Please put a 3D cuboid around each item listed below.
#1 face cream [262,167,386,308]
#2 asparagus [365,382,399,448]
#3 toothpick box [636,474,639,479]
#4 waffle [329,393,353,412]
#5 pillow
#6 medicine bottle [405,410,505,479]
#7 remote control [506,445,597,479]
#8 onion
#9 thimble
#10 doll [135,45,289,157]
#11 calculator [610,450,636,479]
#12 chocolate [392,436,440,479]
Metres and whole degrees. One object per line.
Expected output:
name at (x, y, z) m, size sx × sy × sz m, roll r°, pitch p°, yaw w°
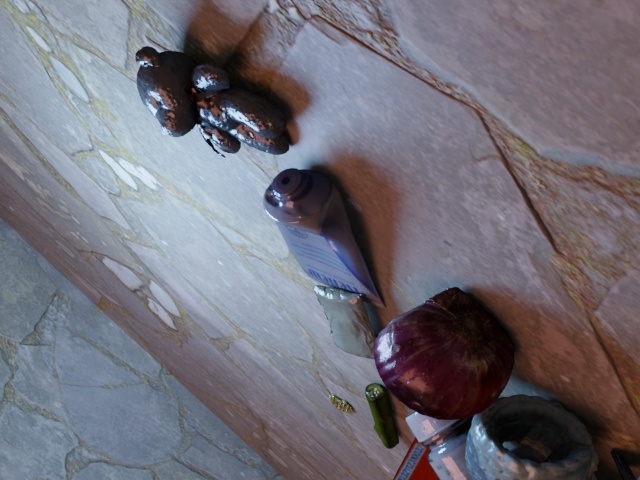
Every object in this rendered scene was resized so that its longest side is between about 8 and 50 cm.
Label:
face cream at (0.000, 0.000, 1.343) m, size 0.235 × 0.137 × 0.420 m, roll 19°, pitch 153°, yaw 32°
asparagus at (0.181, 0.510, 1.785) m, size 0.068 × 0.060 × 0.277 m, roll 4°, pitch 135°, yaw 21°
toothpick box at (0.717, 0.532, 1.005) m, size 0.354 × 0.263 × 0.263 m, roll 48°, pitch 149°, yaw -11°
waffle at (0.066, 0.526, 1.975) m, size 0.085 × 0.016 × 0.078 m, roll 10°, pitch 140°, yaw 43°
pillow at (0.067, 0.199, 1.490) m, size 0.148 × 0.050 × 0.229 m, roll 9°, pitch 137°, yaw 35°
medicine bottle at (0.330, 0.485, 1.410) m, size 0.273 × 0.165 × 0.165 m, roll 56°, pitch 152°, yaw 14°
remote control at (0.489, 0.528, 1.407) m, size 0.313 × 0.055 × 0.109 m, roll -46°, pitch 57°, yaw 59°
onion at (0.238, 0.242, 1.226) m, size 0.256 × 0.230 × 0.272 m, roll 27°, pitch 138°, yaw 25°
thimble at (0.423, 0.423, 1.240) m, size 0.250 × 0.204 × 0.171 m, roll 12°, pitch 129°, yaw 14°
doll at (-0.228, -0.255, 1.218) m, size 0.341 × 0.158 × 0.245 m, roll 35°, pitch 160°, yaw 9°
calculator at (0.595, 0.467, 1.174) m, size 0.018 × 0.172 × 0.057 m, roll -39°, pitch 96°, yaw 17°
chocolate at (0.335, 0.725, 1.585) m, size 0.342 × 0.360 × 0.161 m, roll 25°, pitch 156°, yaw 23°
